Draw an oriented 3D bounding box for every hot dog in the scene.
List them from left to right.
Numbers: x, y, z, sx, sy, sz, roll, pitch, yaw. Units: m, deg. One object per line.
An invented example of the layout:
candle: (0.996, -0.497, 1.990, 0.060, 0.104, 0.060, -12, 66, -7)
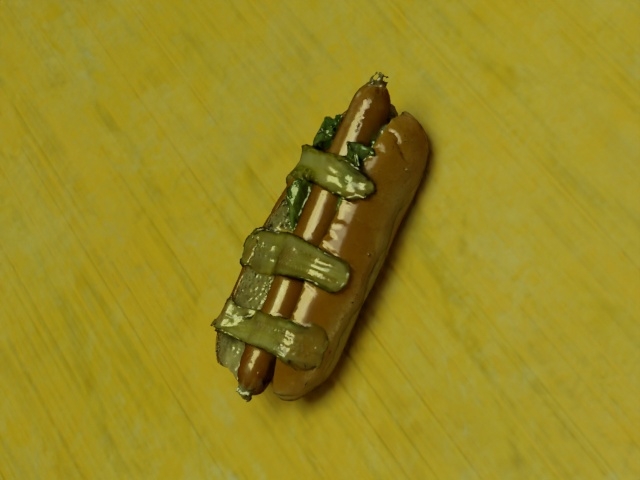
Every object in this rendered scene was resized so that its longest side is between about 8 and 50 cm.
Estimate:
hot dog: (0.000, 0.000, 1.337, 0.109, 0.072, 0.270, 20, 85, 38)
